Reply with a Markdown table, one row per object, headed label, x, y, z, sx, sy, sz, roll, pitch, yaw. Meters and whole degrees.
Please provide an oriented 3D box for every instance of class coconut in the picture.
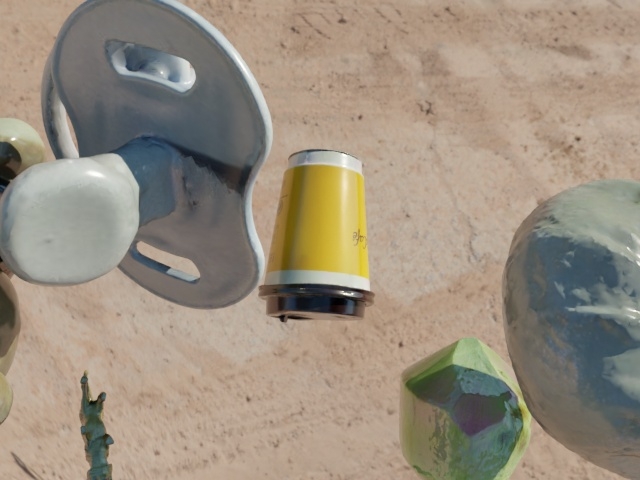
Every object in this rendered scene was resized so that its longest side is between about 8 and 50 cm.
| label | x | y | z | sx | sy | sz | roll | pitch | yaw |
| --- | --- | --- | --- | --- | --- | --- | --- | --- | --- |
| coconut | 0.218 | 0.262 | 0.891 | 0.236 | 0.204 | 0.236 | -4 | 98 | -30 |

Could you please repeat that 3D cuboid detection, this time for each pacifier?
| label | x | y | z | sx | sy | sz | roll | pitch | yaw |
| --- | --- | --- | --- | --- | --- | --- | --- | --- | --- |
| pacifier | -0.158 | -0.038 | 0.447 | 0.227 | 0.279 | 0.207 | 17 | 37 | 14 |

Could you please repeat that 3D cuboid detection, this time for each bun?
| label | x | y | z | sx | sy | sz | roll | pitch | yaw |
| --- | --- | --- | --- | --- | --- | --- | --- | --- | --- |
| bun | 0.355 | 0.080 | 0.638 | 0.354 | 0.194 | 0.354 | 16 | 61 | -31 |

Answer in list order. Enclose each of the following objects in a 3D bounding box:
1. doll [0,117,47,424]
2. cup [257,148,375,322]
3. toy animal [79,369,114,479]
| label | x | y | z | sx | sy | sz | roll | pitch | yaw |
| --- | --- | --- | --- | --- | --- | --- | --- | --- | --- |
| doll | -0.342 | 0.028 | 0.486 | 0.235 | 0.174 | 0.330 | 6 | 38 | -11 |
| cup | 0.000 | 0.000 | 0.978 | 0.196 | 0.196 | 0.280 | 7 | 77 | -11 |
| toy animal | -0.445 | 0.365 | 1.141 | 0.057 | 0.099 | 0.241 | -3 | 45 | -30 |
